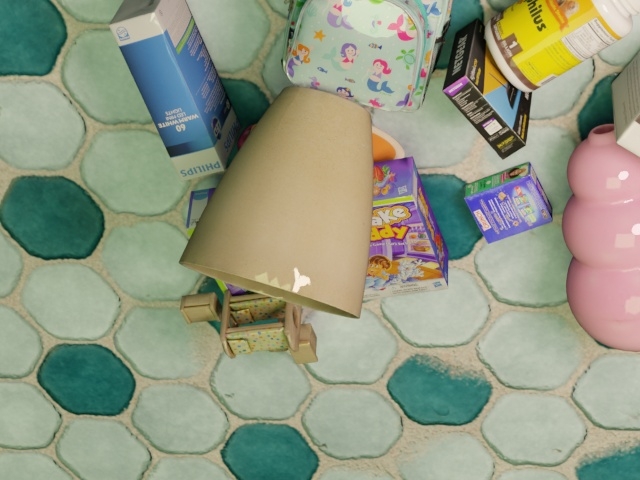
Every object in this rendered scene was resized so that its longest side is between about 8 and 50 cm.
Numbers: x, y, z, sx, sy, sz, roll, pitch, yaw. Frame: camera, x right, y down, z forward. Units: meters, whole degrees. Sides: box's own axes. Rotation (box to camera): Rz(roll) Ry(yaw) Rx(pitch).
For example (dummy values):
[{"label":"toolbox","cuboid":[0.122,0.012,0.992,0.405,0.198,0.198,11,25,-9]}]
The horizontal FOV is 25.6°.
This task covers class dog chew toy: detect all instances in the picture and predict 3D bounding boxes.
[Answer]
[{"label":"dog chew toy","cuboid":[0.441,-0.009,2.034,0.206,0.207,0.332,-10,112,16]}]

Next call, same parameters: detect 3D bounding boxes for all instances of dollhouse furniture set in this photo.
[{"label":"dollhouse furniture set","cuboid":[-0.112,0.163,2.206,0.181,0.101,0.161,-7,141,13]}]

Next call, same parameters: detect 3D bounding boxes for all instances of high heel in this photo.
[{"label":"high heel","cuboid":[-0.002,-0.134,2.114,0.244,0.117,0.082,1,83,-13]}]

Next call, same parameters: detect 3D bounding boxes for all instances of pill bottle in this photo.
[{"label":"pill bottle","cuboid":[0.338,-0.299,1.901,0.215,0.117,0.117,-31,113,25]}]

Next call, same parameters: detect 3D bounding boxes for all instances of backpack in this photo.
[{"label":"backpack","cuboid":[0.066,-0.311,1.907,0.225,0.191,0.254,16,120,2]}]

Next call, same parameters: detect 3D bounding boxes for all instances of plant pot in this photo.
[{"label":"plant pot","cuboid":[-0.032,-0.061,1.916,0.256,0.256,0.274,16,84,-1]}]

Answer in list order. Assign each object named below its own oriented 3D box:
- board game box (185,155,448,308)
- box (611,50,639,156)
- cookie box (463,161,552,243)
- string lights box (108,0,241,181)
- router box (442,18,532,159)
[{"label":"board game box","cuboid":[0.000,0.000,2.135,0.347,0.078,0.233,-9,140,15]},{"label":"box","cuboid":[0.504,-0.171,1.916,0.181,0.182,0.119,30,122,-10]},{"label":"cookie box","cuboid":[0.282,-0.056,2.115,0.107,0.040,0.092,-20,118,21]},{"label":"string lights box","cuboid":[-0.204,-0.232,2.028,0.076,0.133,0.260,-13,119,17]},{"label":"router box","cuboid":[0.233,-0.210,1.939,0.046,0.179,0.133,-33,112,29]}]
